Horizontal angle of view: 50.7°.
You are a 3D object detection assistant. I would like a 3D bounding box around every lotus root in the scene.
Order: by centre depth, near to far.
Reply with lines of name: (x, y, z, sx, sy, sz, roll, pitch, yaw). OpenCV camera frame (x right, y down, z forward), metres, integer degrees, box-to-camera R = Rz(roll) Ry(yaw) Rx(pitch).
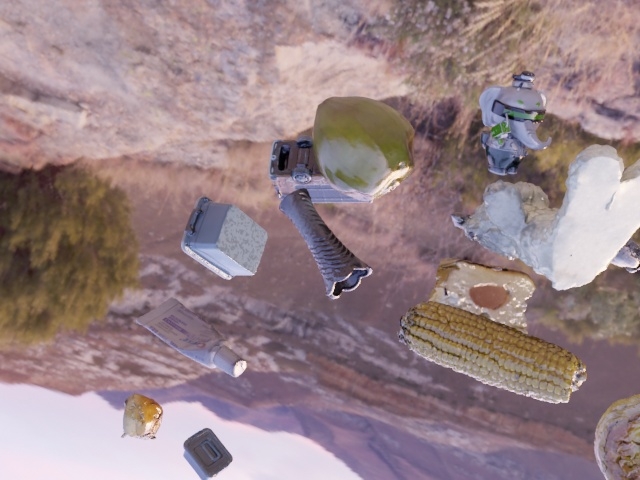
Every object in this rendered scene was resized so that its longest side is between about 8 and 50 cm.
lotus root: (0.805, 0.029, 1.794, 0.165, 0.088, 0.088, 35, 164, -23)

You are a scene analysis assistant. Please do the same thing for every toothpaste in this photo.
toothpaste: (-0.276, 0.215, 1.501, 0.282, 0.068, 0.099, 29, -167, 29)

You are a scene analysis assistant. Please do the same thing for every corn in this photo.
corn: (0.272, 0.180, 1.115, 0.318, 0.115, 0.115, 19, 169, 33)

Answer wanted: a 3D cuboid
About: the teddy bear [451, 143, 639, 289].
teddy bear: (0.463, -0.087, 1.414, 0.328, 0.375, 0.362, 5, -149, -21)

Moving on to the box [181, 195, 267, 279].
box: (-0.251, -0.003, 1.787, 0.130, 0.162, 0.227, 3, 155, 34)

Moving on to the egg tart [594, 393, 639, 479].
egg tart: (0.684, 0.409, 1.303, 0.290, 0.290, 0.115, 16, -160, 27)

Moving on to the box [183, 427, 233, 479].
box: (-0.242, 0.456, 1.425, 0.099, 0.074, 0.054, 46, 136, 19)

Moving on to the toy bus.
toy bus: (0.010, -0.186, 1.815, 0.275, 0.138, 0.167, 0, 151, 8)

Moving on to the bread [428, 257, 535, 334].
bread: (0.361, 0.136, 1.561, 0.224, 0.183, 0.211, 8, 174, 27)

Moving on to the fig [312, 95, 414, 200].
fig: (0.090, -0.226, 1.565, 0.271, 0.239, 0.239, 49, 172, 9)

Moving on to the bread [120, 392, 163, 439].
bread: (-0.299, 0.299, 1.144, 0.053, 0.072, 0.106, -4, 159, 0)

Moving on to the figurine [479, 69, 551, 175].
figurine: (0.359, -0.217, 1.250, 0.147, 0.192, 0.126, -3, -158, -24)

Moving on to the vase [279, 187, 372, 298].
vase: (0.000, 0.000, 1.466, 0.237, 0.115, 0.115, 55, 179, 20)
